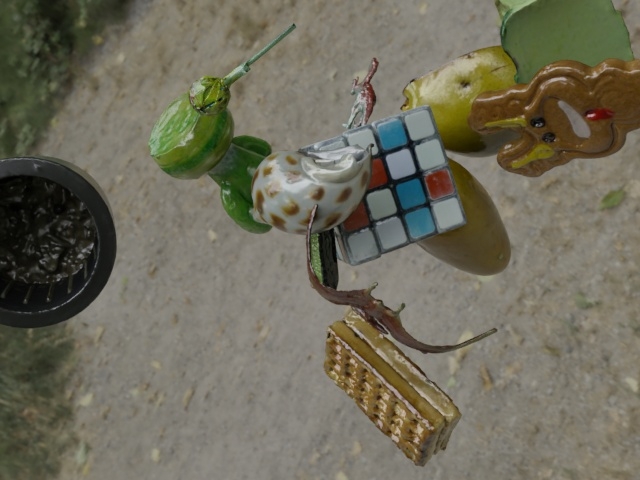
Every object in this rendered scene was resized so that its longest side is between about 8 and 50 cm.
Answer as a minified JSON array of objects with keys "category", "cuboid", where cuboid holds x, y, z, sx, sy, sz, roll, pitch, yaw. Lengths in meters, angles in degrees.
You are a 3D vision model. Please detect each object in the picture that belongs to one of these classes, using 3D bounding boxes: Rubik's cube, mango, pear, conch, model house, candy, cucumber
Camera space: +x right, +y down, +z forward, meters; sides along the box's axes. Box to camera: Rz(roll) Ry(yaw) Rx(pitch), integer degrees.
[{"category":"Rubik's cube","cuboid":[0.118,-0.111,1.784,0.253,0.256,0.259,-19,4,-9]},{"category":"mango","cuboid":[0.333,-0.062,2.212,0.220,0.445,0.301,-59,26,-11]},{"category":"pear","cuboid":[0.407,-0.318,2.159,0.386,0.340,0.191,-16,70,0]},{"category":"conch","cuboid":[-0.028,-0.086,1.512,0.275,0.183,0.149,4,105,42]},{"category":"model house","cuboid":[0.388,-0.339,1.459,0.195,0.214,0.189,-30,26,10]},{"category":"candy","cuboid":[-0.112,-0.256,1.274,0.194,0.062,0.058,-40,66,3]},{"category":"cucumber","cuboid":[0.000,0.000,1.657,0.070,0.046,0.220,22,121,56]}]

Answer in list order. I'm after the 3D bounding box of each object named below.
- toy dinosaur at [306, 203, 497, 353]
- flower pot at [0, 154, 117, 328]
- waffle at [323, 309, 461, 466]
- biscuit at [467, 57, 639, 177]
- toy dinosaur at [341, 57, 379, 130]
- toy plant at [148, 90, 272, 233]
[{"category":"toy dinosaur","cuboid":[0.116,0.089,1.412,0.327,0.206,0.113,26,74,28]},{"category":"flower pot","cuboid":[-0.516,-0.018,1.601,0.293,0.293,0.330,-58,13,3]},{"category":"waffle","cuboid":[0.139,0.303,1.765,0.091,0.213,0.308,-36,64,-23]},{"category":"biscuit","cuboid":[0.374,-0.190,1.325,0.295,0.186,0.044,-22,33,44]},{"category":"toy dinosaur","cuboid":[0.104,-0.318,1.997,0.167,0.053,0.242,-59,17,20]},{"category":"toy plant","cuboid":[-0.195,-0.164,1.837,0.184,0.316,0.224,-19,46,35]}]
